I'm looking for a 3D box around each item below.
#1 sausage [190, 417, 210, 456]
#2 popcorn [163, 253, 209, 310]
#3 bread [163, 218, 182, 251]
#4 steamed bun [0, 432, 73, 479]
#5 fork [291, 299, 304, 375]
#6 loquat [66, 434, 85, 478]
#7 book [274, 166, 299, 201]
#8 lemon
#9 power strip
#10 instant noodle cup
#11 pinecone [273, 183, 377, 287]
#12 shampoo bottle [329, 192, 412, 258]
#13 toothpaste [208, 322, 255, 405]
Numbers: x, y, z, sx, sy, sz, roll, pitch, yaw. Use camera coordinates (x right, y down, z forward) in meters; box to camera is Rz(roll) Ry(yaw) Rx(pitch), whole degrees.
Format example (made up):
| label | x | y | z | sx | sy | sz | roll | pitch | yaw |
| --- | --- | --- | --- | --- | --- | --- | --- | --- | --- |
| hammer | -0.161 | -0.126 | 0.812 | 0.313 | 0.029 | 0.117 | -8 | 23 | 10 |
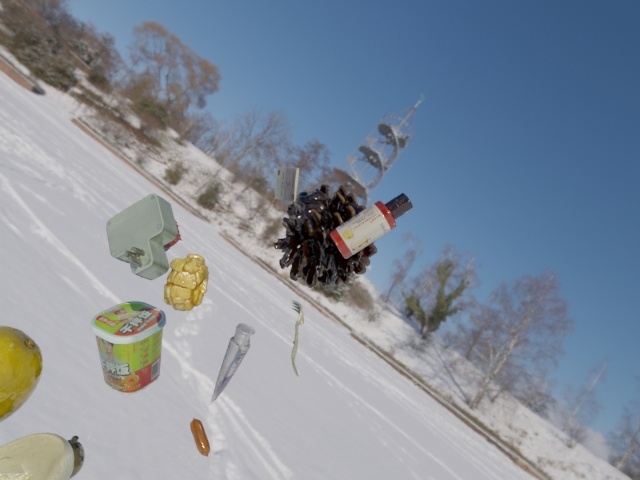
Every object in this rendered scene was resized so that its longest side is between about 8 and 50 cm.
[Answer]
| label | x | y | z | sx | sy | sz | roll | pitch | yaw |
| --- | --- | --- | --- | --- | --- | --- | --- | --- | --- |
| sausage | -0.549 | 0.894 | 1.998 | 0.183 | 0.062 | 0.054 | 61 | -41 | 27 |
| popcorn | -0.442 | 0.137 | 1.468 | 0.140 | 0.194 | 0.163 | 21 | -26 | -7 |
| bread | -0.679 | -0.026 | 1.768 | 0.211 | 0.224 | 0.143 | 15 | -56 | 51 |
| steamed bun | -0.960 | 0.760 | 1.399 | 0.272 | 0.291 | 0.274 | 23 | 34 | -12 |
| fork | -0.043 | 0.184 | 0.860 | 0.028 | 0.034 | 0.219 | 3 | 25 | -5 |
| loquat | -1.077 | 0.916 | 1.838 | 0.172 | 0.205 | 0.149 | 38 | -8 | -39 |
| book | -0.131 | -0.215 | 1.669 | 0.014 | 0.127 | 0.181 | 2 | 8 | -30 |
| lemon | -1.108 | 0.444 | 1.437 | 0.347 | 0.348 | 0.348 | 38 | -9 | 7 |
| power strip | -0.611 | -0.007 | 1.475 | 0.261 | 0.229 | 0.141 | 67 | 11 | 25 |
| instant noodle cup | -0.814 | 0.466 | 1.879 | 0.293 | 0.308 | 0.294 | 6 | 20 | -2 |
| pinecone | 0.000 | 0.000 | 1.647 | 0.397 | 0.398 | 0.398 | 38 | -9 | 7 |
| shampoo bottle | 0.169 | -0.056 | 1.412 | 0.104 | 0.278 | 0.104 | 57 | 1 | -1 |
| toothpaste | -0.310 | 0.429 | 1.515 | 0.073 | 0.300 | 0.114 | 25 | 14 | 4 |
